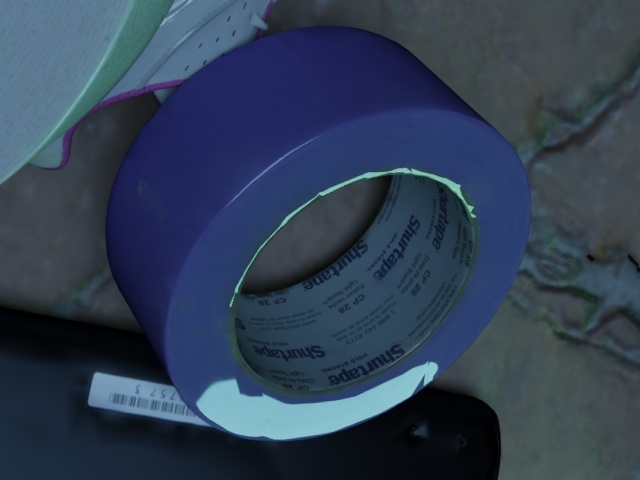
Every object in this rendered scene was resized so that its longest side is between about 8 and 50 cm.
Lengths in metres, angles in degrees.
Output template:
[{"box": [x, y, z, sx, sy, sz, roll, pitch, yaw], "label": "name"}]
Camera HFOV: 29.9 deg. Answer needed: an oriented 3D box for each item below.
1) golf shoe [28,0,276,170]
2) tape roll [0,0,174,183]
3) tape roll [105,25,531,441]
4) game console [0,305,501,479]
[{"box": [-0.050, -0.144, 0.543, 0.306, 0.115, 0.140, -27, 122, 2], "label": "golf shoe"}, {"box": [-0.221, -0.181, 0.408, 0.392, 0.072, 0.392, 5, 114, 11], "label": "tape roll"}, {"box": [0.000, 0.000, 0.568, 0.189, 0.080, 0.189, -18, 133, -20], "label": "tape roll"}, {"box": [-0.103, 0.221, 0.628, 0.386, 0.060, 0.342, 13, 84, -19], "label": "game console"}]
